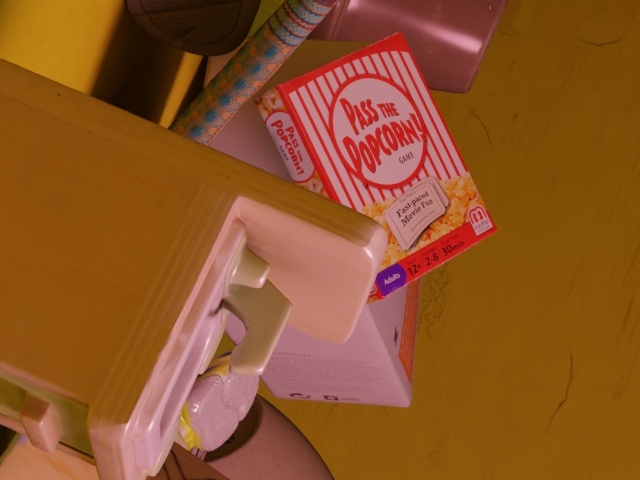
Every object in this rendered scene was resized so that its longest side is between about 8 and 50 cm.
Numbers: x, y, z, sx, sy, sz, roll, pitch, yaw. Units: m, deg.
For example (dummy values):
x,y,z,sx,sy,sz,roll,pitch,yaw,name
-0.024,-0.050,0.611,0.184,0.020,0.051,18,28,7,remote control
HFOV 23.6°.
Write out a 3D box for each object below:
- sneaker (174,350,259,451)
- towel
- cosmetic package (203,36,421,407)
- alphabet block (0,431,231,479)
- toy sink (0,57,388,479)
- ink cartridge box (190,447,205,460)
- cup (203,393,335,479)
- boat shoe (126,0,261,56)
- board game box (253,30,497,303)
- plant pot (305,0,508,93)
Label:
x,y,z,sx,sy,sz,roll,pitch,yaw,name
-0.169,0.168,1.482,0.240,0.126,0.091,-39,139,-40,sneaker
-0.053,-0.115,1.106,0.370,0.040,0.271,-44,-172,28,towel
0.000,0.000,1.535,0.453,0.161,0.230,63,32,-68,cosmetic package
-0.168,0.243,1.163,0.192,0.197,0.193,-56,179,4,alphabet block
-0.107,0.028,0.697,0.153,0.234,0.131,106,8,-71,toy sink
-0.195,0.235,1.676,0.273,0.115,0.198,9,104,-86,ink cartridge box
-0.134,0.322,1.982,0.331,0.331,0.237,-62,149,-50,cup
-0.041,-0.248,0.944,0.320,0.118,0.103,115,-5,-52,boat shoe
0.048,-0.062,1.289,0.147,0.193,0.045,-29,-176,-36,board game box
0.103,-0.288,1.863,0.263,0.229,0.263,23,90,-88,plant pot
